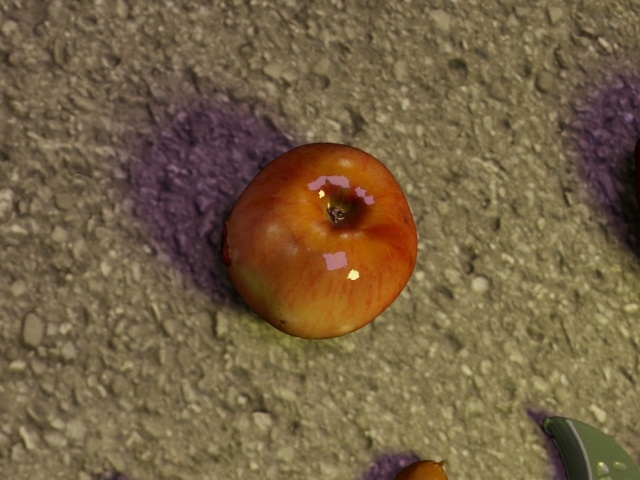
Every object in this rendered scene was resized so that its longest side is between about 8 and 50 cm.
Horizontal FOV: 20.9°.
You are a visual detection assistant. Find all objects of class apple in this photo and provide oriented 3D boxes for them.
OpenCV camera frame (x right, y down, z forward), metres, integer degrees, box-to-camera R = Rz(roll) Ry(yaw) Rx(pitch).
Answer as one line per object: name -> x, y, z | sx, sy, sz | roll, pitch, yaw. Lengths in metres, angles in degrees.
apple -> 0.000, 0.000, 1.790 | 0.209, 0.164, 0.209 | 6, 68, -15

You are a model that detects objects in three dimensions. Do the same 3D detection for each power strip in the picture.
power strip -> 0.269, 0.322, 1.830 | 0.167, 0.054, 0.253 | 26, 66, -7

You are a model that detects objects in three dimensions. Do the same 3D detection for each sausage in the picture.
sausage -> 0.077, 0.294, 1.778 | 0.062, 0.054, 0.183 | 29, 65, 24

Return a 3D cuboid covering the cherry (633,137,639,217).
cherry -> 0.475, -0.026, 1.936 | 0.300, 0.203, 0.230 | 38, 66, 13
